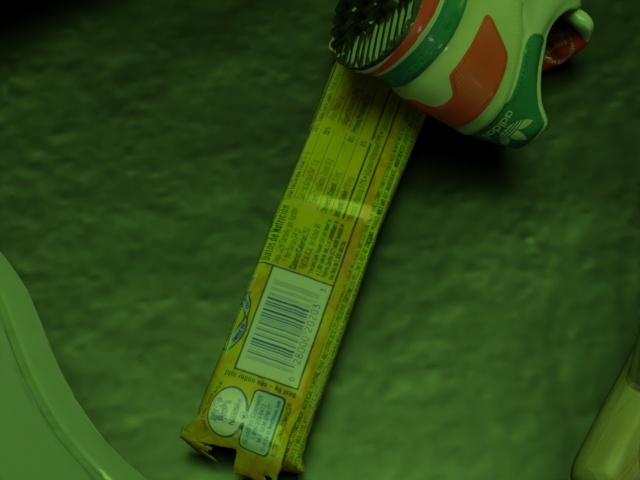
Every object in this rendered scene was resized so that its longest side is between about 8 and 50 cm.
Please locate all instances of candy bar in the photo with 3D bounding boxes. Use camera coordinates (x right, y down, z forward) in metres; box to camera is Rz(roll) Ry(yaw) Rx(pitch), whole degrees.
[{"bbox_3d":[0.000,0.000,0.486,0.040,0.018,0.161,19,62,3],"label":"candy bar"}]

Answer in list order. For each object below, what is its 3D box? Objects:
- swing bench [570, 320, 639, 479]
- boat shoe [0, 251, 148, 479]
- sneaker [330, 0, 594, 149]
[{"bbox_3d":[0.236,-0.018,0.395,0.253,0.165,0.255,23,48,22],"label":"swing bench"},{"bbox_3d":[-0.092,0.083,0.399,0.114,0.091,0.302,-29,60,-37],"label":"boat shoe"},{"bbox_3d":[0.055,-0.093,0.528,0.075,0.057,0.161,36,42,-20],"label":"sneaker"}]
